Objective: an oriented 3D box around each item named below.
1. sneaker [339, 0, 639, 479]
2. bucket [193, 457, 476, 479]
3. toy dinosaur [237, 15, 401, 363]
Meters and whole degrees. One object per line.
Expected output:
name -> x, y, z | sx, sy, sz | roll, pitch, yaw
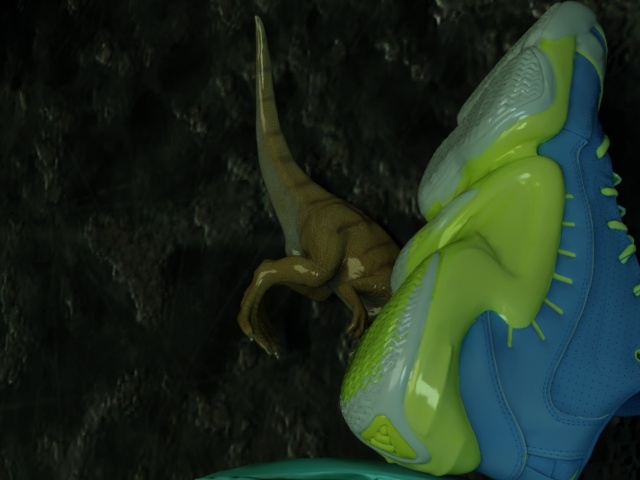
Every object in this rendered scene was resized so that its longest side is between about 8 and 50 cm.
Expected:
sneaker -> 0.101, 0.011, 0.778 | 0.240, 0.126, 0.091 | -62, 8, -28
bucket -> 0.012, 0.223, 0.730 | 0.281, 0.183, 0.281 | -14, 69, 39
toy dinosaur -> 0.000, 0.000, 0.897 | 0.112, 0.064, 0.211 | -44, 60, 3
